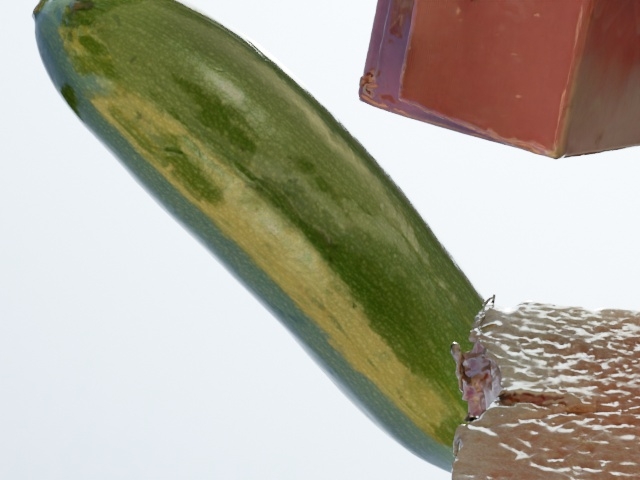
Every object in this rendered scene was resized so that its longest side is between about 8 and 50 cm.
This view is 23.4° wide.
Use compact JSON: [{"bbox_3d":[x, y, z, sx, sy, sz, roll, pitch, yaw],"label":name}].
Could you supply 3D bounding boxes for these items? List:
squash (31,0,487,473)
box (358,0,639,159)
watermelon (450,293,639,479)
[{"bbox_3d":[0.000,0.000,0.853,0.395,0.107,0.107,48,-135,-16],"label":"squash"},{"bbox_3d":[0.077,-0.081,0.389,0.156,0.060,0.111,-12,-63,-53],"label":"box"},{"bbox_3d":[0.112,0.133,0.612,0.180,0.224,0.305,41,-160,-5],"label":"watermelon"}]
